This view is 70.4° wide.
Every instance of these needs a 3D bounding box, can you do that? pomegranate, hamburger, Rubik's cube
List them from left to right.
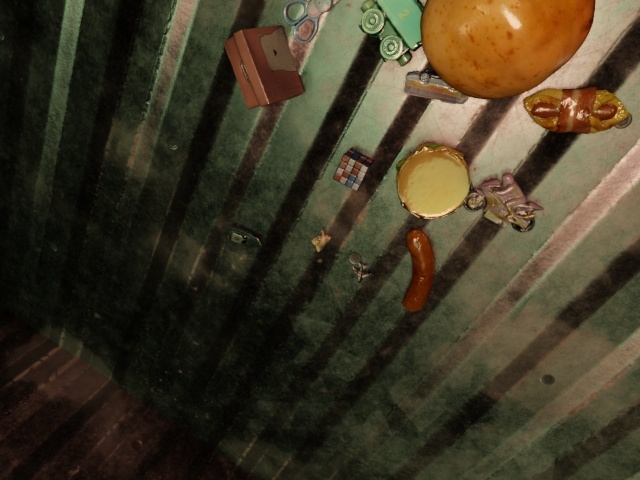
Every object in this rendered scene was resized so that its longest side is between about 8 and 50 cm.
[{"bbox_3d":[0.107,-0.229,1.459,0.092,0.092,0.092,28,120,5],"label":"Rubik's cube"},{"bbox_3d":[0.333,-0.184,1.370,0.236,0.149,0.238,3,111,9],"label":"hamburger"},{"bbox_3d":[0.409,-0.542,1.059,0.409,0.410,0.411,8,116,16],"label":"pomegranate"}]

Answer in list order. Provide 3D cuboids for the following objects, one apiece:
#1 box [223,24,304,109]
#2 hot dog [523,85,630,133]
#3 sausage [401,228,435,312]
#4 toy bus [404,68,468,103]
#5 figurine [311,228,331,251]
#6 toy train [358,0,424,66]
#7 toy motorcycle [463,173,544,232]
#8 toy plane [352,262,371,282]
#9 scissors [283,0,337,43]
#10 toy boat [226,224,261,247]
[{"bbox_3d":[-0.165,-0.516,1.357,0.086,0.215,0.215,-9,111,34],"label":"box"},{"bbox_3d":[0.680,-0.343,1.205,0.261,0.093,0.123,3,114,18],"label":"hot dog"},{"bbox_3d":[0.335,0.105,1.540,0.102,0.076,0.303,7,116,15],"label":"sausage"},{"bbox_3d":[0.337,-0.441,1.299,0.190,0.064,0.075,16,123,12],"label":"toy bus"},{"bbox_3d":[0.000,0.000,1.633,0.051,0.047,0.083,47,128,11],"label":"figurine"},{"bbox_3d":[0.209,-0.597,1.249,0.163,0.112,0.203,-36,99,23],"label":"toy train"},{"bbox_3d":[0.555,-0.122,1.363,0.224,0.073,0.153,25,117,8],"label":"toy motorcycle"},{"bbox_3d":[0.146,0.121,1.641,0.078,0.031,0.084,23,118,26],"label":"toy plane"},{"bbox_3d":[0.007,-0.693,1.318,0.255,0.030,0.125,-27,102,30],"label":"scissors"},{"bbox_3d":[-0.289,-0.011,1.719,0.141,0.060,0.055,22,117,5],"label":"toy boat"}]
